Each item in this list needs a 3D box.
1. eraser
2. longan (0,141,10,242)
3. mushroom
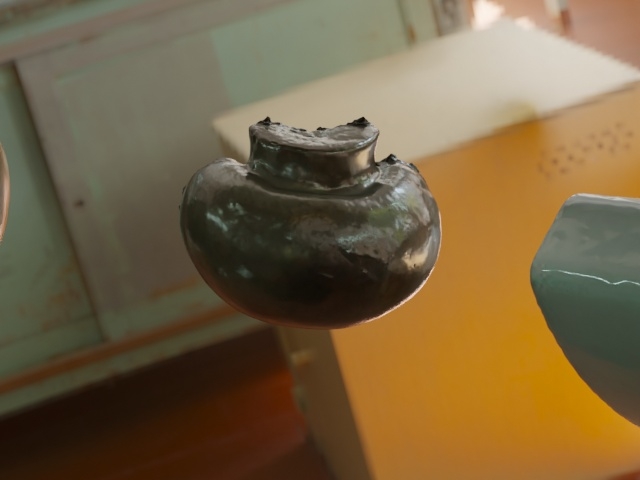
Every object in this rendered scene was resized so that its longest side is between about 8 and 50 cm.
[{"bbox_3d":[0.269,0.061,0.915,0.290,0.189,0.104,9,65,47],"label":"eraser"},{"bbox_3d":[-0.343,-0.029,1.311,0.215,0.246,0.246,17,36,37],"label":"longan"},{"bbox_3d":[0.000,0.000,1.241,0.188,0.141,0.117,-2,29,-13],"label":"mushroom"}]
